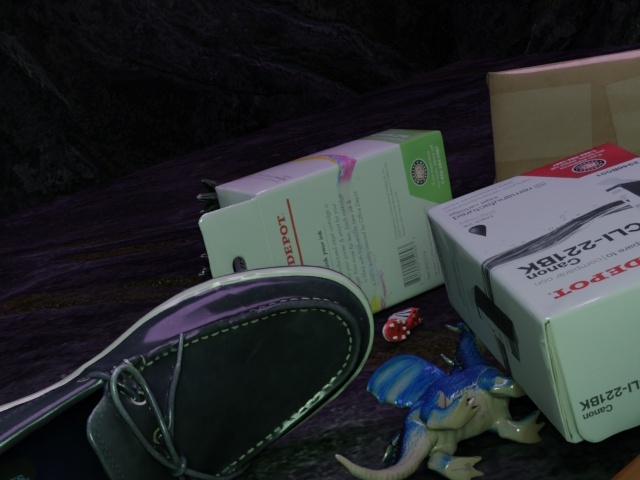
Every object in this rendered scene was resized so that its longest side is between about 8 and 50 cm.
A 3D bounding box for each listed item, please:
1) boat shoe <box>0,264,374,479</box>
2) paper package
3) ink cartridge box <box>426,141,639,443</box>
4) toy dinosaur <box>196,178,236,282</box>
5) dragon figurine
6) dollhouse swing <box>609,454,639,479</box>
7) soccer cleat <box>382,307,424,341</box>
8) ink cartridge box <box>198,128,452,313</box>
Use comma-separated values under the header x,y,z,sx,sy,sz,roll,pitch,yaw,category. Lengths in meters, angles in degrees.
x,y,z,sx,sy,sz,roll,pitch,yaw,category
-0.160,0.174,0.852,0.500,0.187,0.156,-23,23,-18,boat shoe
0.422,-0.145,1.377,0.325,0.168,0.309,-6,-7,24,paper package
0.230,0.029,0.837,0.197,0.114,0.273,-20,23,-5,ink cartridge box
-0.069,-0.001,1.546,0.218,0.164,0.322,7,2,16,toy dinosaur
0.096,0.151,0.884,0.289,0.085,0.144,-23,18,-36,dragon figurine
0.165,0.231,0.395,0.347,0.305,0.315,-40,58,-13,dollhouse swing
0.091,0.101,1.186,0.035,0.029,0.083,-13,9,36,soccer cleat
0.000,0.000,1.275,0.353,0.207,0.119,-20,18,-27,ink cartridge box
